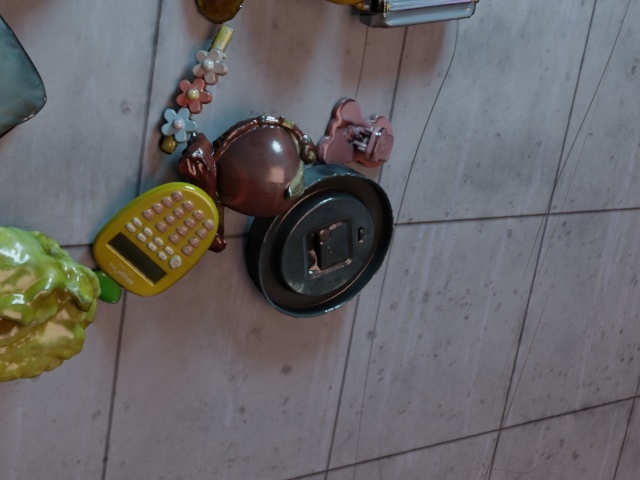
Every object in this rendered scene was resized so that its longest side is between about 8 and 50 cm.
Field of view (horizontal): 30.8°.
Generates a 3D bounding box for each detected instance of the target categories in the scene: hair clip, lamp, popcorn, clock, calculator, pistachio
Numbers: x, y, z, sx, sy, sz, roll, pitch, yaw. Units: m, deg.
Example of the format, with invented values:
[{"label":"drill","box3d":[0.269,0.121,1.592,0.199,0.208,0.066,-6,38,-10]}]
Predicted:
[{"label":"hair clip","box3d":[0.067,-0.176,2.011,0.138,0.102,0.123,-14,124,-73]},{"label":"lamp","box3d":[-0.117,-0.096,1.823,0.223,0.151,0.215,-1,113,1]},{"label":"popcorn","box3d":[-0.452,0.087,1.585,0.286,0.174,0.225,28,96,-43]},{"label":"clock","box3d":[0.000,0.000,1.983,0.281,0.055,0.280,-20,128,-27]},{"label":"calculator","box3d":[-0.258,0.007,1.763,0.235,0.032,0.146,-39,118,11]},{"label":"clock","box3d":[0.168,-0.460,1.935,0.253,0.083,0.186,-14,117,-36]},{"label":"pistachio","box3d":[-0.143,-0.403,1.716,0.090,0.049,0.173,-25,124,-32]},{"label":"hair clip","box3d":[-0.186,-0.228,1.751,0.214,0.062,0.056,-62,175,-3]}]

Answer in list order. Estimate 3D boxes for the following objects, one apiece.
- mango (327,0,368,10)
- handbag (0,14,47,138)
[{"label":"mango","box3d":[0.008,-0.490,1.758,0.176,0.119,0.317,-35,116,-4]},{"label":"handbag","box3d":[-0.484,-0.249,1.473,0.191,0.075,0.332,-42,134,-22]}]
